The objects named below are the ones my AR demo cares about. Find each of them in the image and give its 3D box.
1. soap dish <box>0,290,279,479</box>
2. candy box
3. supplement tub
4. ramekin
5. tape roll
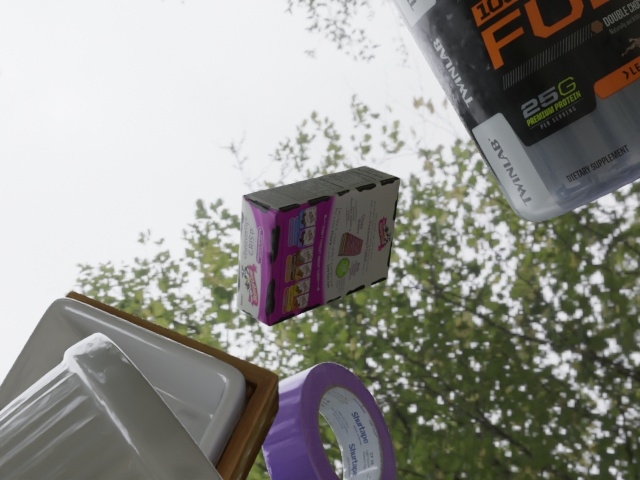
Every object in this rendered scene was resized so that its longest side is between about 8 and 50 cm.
[{"bbox_3d":[-0.198,0.199,0.776,0.229,0.290,0.118,-64,-31,-17],"label":"soap dish"},{"bbox_3d":[0.000,0.000,1.019,0.233,0.071,0.159,-17,-59,-42],"label":"candy box"},{"bbox_3d":[0.199,-0.206,0.725,0.207,0.207,0.338,-31,-89,-36],"label":"supplement tub"},{"bbox_3d":[-0.104,0.162,0.399,0.109,0.207,0.207,-35,-74,-23],"label":"ramekin"},{"bbox_3d":[0.019,0.354,1.326,0.275,0.090,0.275,42,-147,-35],"label":"tape roll"}]
